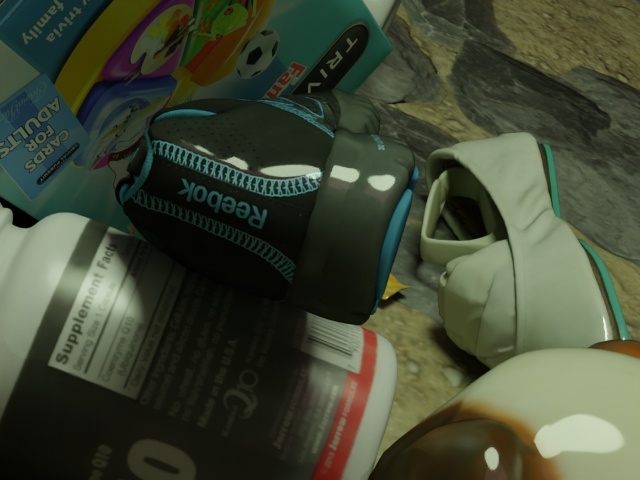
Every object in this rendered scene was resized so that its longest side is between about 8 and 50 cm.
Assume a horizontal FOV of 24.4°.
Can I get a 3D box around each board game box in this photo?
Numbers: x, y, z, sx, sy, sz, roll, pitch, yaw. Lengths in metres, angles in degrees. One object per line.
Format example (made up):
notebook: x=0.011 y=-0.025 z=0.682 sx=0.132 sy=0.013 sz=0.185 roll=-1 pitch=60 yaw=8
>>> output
board game box: x=-0.106 y=-0.119 z=0.940 sx=0.079 sy=0.254 sz=0.336 roll=42 pitch=-1 yaw=27

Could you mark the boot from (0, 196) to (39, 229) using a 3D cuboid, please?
boot: x=-0.216 y=-0.098 z=1.014 sx=0.246 sy=0.207 sz=0.094 roll=-4 pitch=39 yaw=-42

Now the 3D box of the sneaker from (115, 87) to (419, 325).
sneaker: x=-0.040 y=-0.042 z=0.849 sx=0.139 sy=0.125 sz=0.341 roll=17 pitch=2 yaw=-8

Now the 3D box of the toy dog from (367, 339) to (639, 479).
toy dog: x=0.169 y=0.231 z=0.616 sx=0.284 sy=0.395 sz=0.408 roll=-24 pitch=63 yaw=-43

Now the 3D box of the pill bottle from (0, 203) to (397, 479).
pill bottle: x=-0.113 y=0.082 z=0.851 sx=0.283 sy=0.161 sz=0.161 roll=22 pitch=29 yaw=-6

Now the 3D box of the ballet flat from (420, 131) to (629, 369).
ballet flat: x=0.149 y=0.026 z=1.205 sx=0.139 sy=0.139 sz=0.400 roll=19 pitch=26 yaw=-12

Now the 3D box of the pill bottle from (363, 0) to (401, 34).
pill bottle: x=-0.051 y=-0.274 z=1.489 sx=0.264 sy=0.146 sz=0.146 roll=26 pitch=29 yaw=2

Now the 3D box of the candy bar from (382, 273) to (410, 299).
candy bar: x=0.000 y=0.000 z=1.217 sx=0.161 sy=0.018 sz=0.040 roll=36 pitch=31 yaw=17
